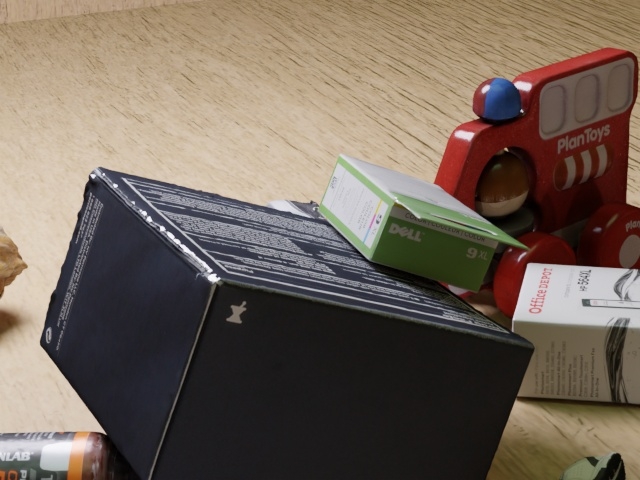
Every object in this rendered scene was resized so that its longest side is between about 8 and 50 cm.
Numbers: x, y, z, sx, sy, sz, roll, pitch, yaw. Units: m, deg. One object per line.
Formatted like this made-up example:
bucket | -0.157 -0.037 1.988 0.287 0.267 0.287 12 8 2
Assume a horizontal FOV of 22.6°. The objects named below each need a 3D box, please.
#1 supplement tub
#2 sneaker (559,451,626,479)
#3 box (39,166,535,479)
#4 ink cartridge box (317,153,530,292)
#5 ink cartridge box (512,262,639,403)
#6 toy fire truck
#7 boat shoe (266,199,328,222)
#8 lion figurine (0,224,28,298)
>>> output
supplement tub | -0.224 0.203 1.272 0.198 0.106 0.106 -2 21 2
sneaker | 0.212 0.209 1.319 0.044 0.040 0.109 -8 11 35
box | -0.039 0.089 1.331 0.296 0.182 0.294 13 11 -29
ink cartridge box | 0.084 -0.009 1.390 0.109 0.062 0.209 17 10 -22
ink cartridge box | 0.290 0.089 1.544 0.203 0.085 0.148 3 22 12
toy fire truck | 0.224 -0.063 1.716 0.302 0.253 0.169 -18 26 -36
boat shoe | 0.000 0.000 1.836 0.076 0.080 0.228 -10 14 -14
lion figurine | -0.530 0.025 1.732 0.392 0.142 0.240 4 7 30
